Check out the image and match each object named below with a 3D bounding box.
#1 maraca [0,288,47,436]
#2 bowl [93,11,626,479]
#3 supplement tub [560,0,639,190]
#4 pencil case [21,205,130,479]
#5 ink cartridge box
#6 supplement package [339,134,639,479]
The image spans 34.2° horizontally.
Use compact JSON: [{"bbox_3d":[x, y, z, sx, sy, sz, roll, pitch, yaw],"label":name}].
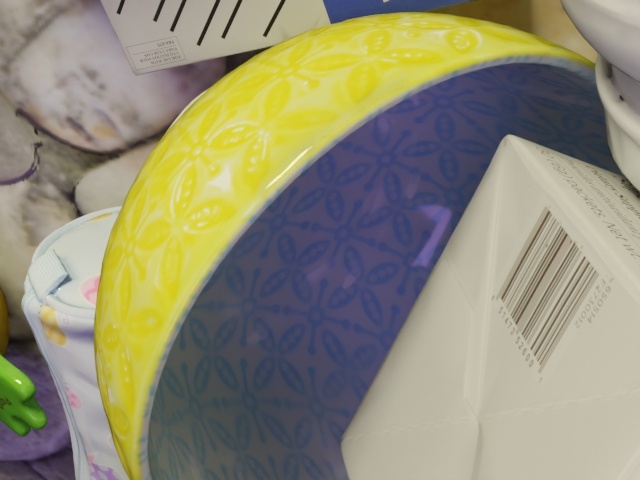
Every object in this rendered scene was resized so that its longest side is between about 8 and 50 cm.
[{"bbox_3d":[-0.248,0.056,0.676,0.185,0.099,0.127,50,150,-8],"label":"maraca"},{"bbox_3d":[0.000,0.000,0.524,0.156,0.289,0.289,43,140,37],"label":"bowl"},{"bbox_3d":[0.182,-0.178,0.313,0.235,0.235,0.324,-2,125,16],"label":"supplement tub"},{"bbox_3d":[-0.116,0.110,0.682,0.124,0.113,0.273,-6,127,-10],"label":"pencil case"},{"bbox_3d":[-0.013,-0.150,0.504,0.207,0.046,0.097,-9,124,20],"label":"ink cartridge box"},{"bbox_3d":[0.186,0.105,0.433,0.293,0.177,0.175,17,114,-20],"label":"supplement package"}]
